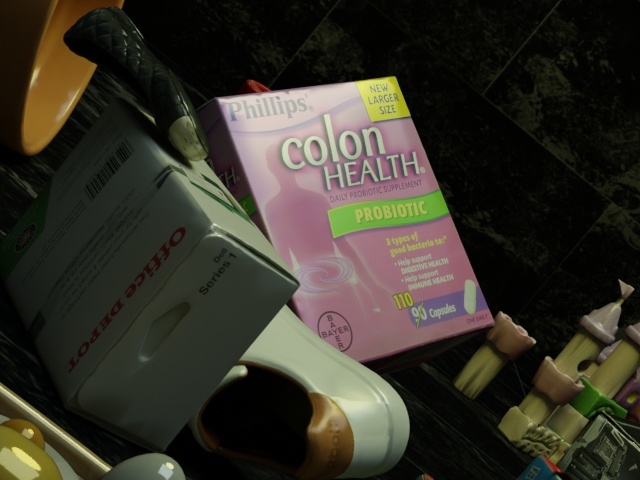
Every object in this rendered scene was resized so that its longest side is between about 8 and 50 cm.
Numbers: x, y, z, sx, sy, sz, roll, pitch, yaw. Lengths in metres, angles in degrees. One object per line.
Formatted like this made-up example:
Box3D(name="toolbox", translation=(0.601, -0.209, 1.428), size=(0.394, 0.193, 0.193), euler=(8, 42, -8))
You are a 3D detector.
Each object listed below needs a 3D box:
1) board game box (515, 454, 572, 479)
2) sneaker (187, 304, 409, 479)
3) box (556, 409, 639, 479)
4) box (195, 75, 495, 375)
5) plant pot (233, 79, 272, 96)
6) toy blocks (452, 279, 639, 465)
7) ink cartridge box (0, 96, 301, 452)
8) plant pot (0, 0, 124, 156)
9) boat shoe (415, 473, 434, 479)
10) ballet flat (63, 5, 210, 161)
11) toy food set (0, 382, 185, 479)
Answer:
Box3D(name="board game box", translation=(0.341, 0.380, 1.654), size=(0.302, 0.086, 0.308), euler=(36, 8, -21))
Box3D(name="sneaker", translation=(-0.078, 0.084, 1.228), size=(0.290, 0.106, 0.123), euler=(26, 19, 34))
Box3D(name="box", translation=(0.391, 0.294, 1.777), size=(0.242, 0.076, 0.307), euler=(42, 7, 23))
Box3D(name="box", translation=(0.000, 0.000, 1.433), size=(0.213, 0.117, 0.243), euler=(-11, 75, -43))
Box3D(name="plant pot", translation=(-0.064, -0.075, 2.054), size=(0.191, 0.174, 0.191), euler=(39, 7, -6))
Box3D(name="toy blocks", translation=(0.405, 0.214, 2.312), size=(0.288, 0.260, 0.309), euler=(33, 9, -45))
Box3D(name="ink cartridge box", translation=(-0.129, 0.021, 1.190), size=(0.092, 0.160, 0.219), euler=(34, 10, -36))
Box3D(name="plant pot", translation=(-0.311, -0.249, 1.597), size=(0.203, 0.291, 0.291), euler=(22, 7, 2))
Box3D(name="boat shoe", translation=(0.131, 0.254, 1.544), size=(0.049, 0.043, 0.137), euler=(30, 10, -43))
Box3D(name="ballet flat", translation=(-0.130, -0.109, 1.227), size=(0.173, 0.049, 0.057), euler=(50, -11, 37))
Box3D(name="toy food set", translation=(-0.166, 0.083, 0.883), size=(0.306, 0.092, 0.220), euler=(39, 7, -7))
